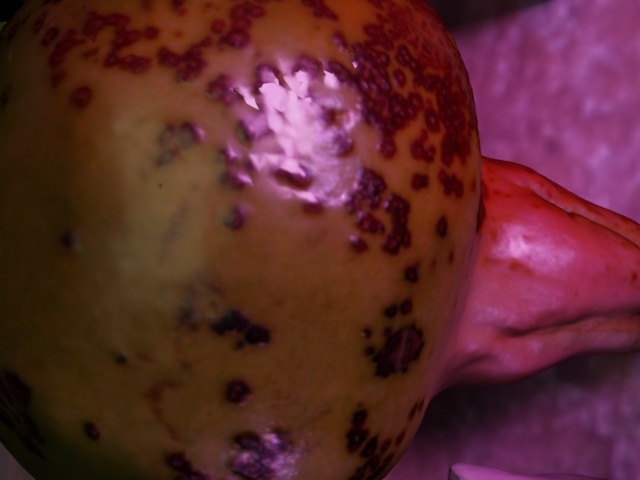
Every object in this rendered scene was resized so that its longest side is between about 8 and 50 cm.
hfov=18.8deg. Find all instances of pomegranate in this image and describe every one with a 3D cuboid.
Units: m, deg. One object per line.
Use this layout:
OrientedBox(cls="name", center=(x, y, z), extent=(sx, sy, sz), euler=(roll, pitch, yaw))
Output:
OrientedBox(cls="pomegranate", center=(0.000, 0.000, 0.643), extent=(0.248, 0.214, 0.214), euler=(7, 94, -6))

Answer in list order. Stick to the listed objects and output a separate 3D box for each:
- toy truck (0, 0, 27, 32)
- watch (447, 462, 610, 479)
OrientedBox(cls="toy truck", center=(-0.145, -0.155, 0.741), extent=(0.085, 0.116, 0.191), euler=(-3, 88, 28))
OrientedBox(cls="watch", center=(0.173, 0.051, 0.553), extent=(0.248, 0.211, 0.217), euler=(21, 95, 6))
